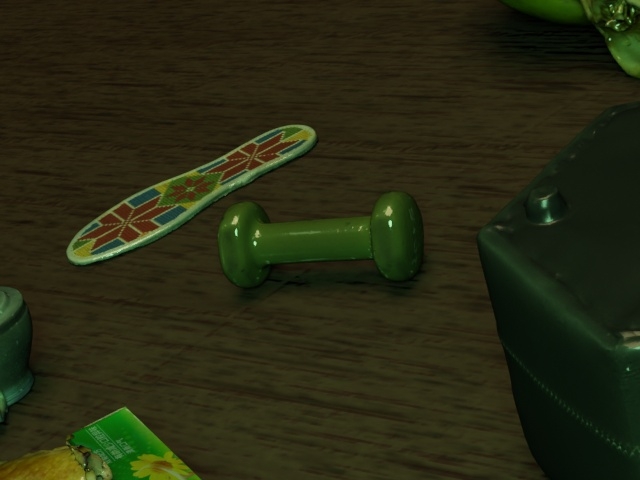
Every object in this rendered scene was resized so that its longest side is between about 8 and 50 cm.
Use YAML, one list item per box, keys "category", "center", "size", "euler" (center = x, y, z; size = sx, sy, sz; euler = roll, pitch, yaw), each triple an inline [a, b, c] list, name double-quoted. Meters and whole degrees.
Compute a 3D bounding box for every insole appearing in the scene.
- category: "insole"
  center: [-0.084, -0.033, 1.089]
  size: [0.193, 0.006, 0.065]
  euler: [-30, 31, -21]

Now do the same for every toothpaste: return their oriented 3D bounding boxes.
- category: "toothpaste"
  center: [-0.061, 0.132, 0.743]
  size: [0.037, 0.043, 0.178]
  euler: [-26, 29, -21]

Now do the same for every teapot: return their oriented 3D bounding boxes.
- category: "teapot"
  center: [-0.188, 0.067, 0.915]
  size: [0.066, 0.057, 0.088]
  euler: [-19, 25, 0]

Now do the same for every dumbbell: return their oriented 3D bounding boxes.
- category: "dumbbell"
  center: [0.000, 0.000, 0.936]
  size: [0.118, 0.052, 0.046]
  euler: [-2, 2, 24]

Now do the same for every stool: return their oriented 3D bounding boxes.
- category: "stool"
  center: [0.188, 0.029, 0.683]
  size: [0.232, 0.141, 0.232]
  euler: [-13, 29, 7]

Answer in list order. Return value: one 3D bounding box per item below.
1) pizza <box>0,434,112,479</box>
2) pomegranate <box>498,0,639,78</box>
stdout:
- category: "pizza"
  center: [-0.135, 0.170, 0.681]
  size: [0.147, 0.069, 0.226]
  euler: [-30, 31, -5]
- category: "pomegranate"
  center: [0.190, -0.230, 1.099]
  size: [0.198, 0.198, 0.246]
  euler: [-22, 32, -8]
